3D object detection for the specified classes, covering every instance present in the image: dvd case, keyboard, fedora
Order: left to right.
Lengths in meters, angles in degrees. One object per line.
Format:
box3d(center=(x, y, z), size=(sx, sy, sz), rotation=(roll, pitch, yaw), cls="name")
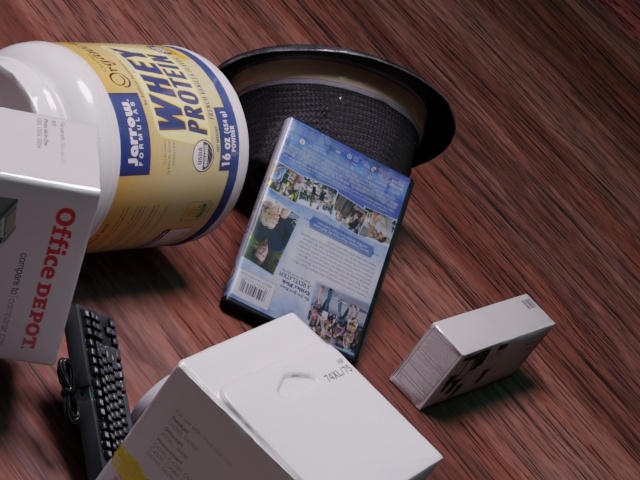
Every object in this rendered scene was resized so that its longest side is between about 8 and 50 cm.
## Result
box3d(center=(-0.213, 0.149, 1.846), size=(0.108, 0.023, 0.180), rotation=(22, 51, -56), cls="keyboard")
box3d(center=(0.000, 0.000, 2.271), size=(0.180, 0.022, 0.253), rotation=(27, 65, -18), cls="dvd case")
box3d(center=(0.005, -0.112, 2.420), size=(0.334, 0.334, 0.152), rotation=(19, 61, -29), cls="fedora")

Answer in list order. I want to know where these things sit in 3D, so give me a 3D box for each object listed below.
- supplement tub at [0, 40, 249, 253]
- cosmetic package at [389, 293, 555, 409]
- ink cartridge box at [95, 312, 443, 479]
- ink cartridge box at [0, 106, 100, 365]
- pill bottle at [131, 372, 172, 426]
box3d(center=(-0.253, -0.099, 2.072), size=(0.228, 0.228, 0.316), rotation=(48, 30, 24), cls="supplement tub")
box3d(center=(0.189, 0.135, 2.349), size=(0.060, 0.099, 0.239), rotation=(48, 30, 19), cls="cosmetic package")
box3d(center=(-0.072, 0.238, 1.689), size=(0.197, 0.270, 0.198), rotation=(43, 28, 15), cls="ink cartridge box")
box3d(center=(-0.361, -0.018, 1.767), size=(0.289, 0.211, 0.121), rotation=(9, 33, -15), cls="ink cartridge box")
box3d(center=(-0.108, 0.210, 1.896), size=(0.160, 0.087, 0.087), rotation=(46, 29, 18), cls="pill bottle")
